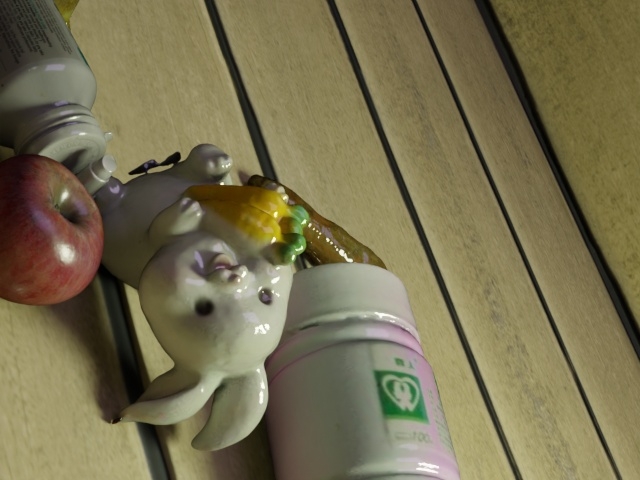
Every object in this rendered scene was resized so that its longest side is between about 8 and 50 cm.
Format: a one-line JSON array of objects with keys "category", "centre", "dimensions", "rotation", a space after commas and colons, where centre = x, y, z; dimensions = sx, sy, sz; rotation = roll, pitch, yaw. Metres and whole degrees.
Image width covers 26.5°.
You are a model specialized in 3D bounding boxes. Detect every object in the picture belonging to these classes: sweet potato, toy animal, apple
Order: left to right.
[{"category": "apple", "centre": [-0.290, -0.005, 1.361], "dimensions": [0.153, 0.120, 0.153], "rotation": [49, 23, -29]}, {"category": "toy animal", "centre": [-0.138, 0.047, 1.460], "dimensions": [0.183, 0.247, 0.310], "rotation": [4, 41, -41]}, {"category": "sweet potato", "centre": [0.000, 0.000, 1.946], "dimensions": [0.273, 0.075, 0.075], "rotation": [40, 29, -23]}]

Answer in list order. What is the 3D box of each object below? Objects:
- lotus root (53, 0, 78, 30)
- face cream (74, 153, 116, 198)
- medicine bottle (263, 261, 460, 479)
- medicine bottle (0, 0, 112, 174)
[{"category": "lotus root", "centre": [-0.369, -0.366, 1.620], "dimensions": [0.309, 0.173, 0.173], "rotation": [62, 24, -7]}, {"category": "face cream", "centre": [-0.263, -0.047, 1.441], "dimensions": [0.034, 0.130, 0.034], "rotation": [35, 32, -27]}, {"category": "medicine bottle", "centre": [0.040, 0.213, 1.594], "dimensions": [0.212, 0.212, 0.325], "rotation": [32, 34, -43]}, {"category": "medicine bottle", "centre": [-0.315, -0.169, 1.464], "dimensions": [0.135, 0.135, 0.215], "rotation": [9, 45, -58]}]
